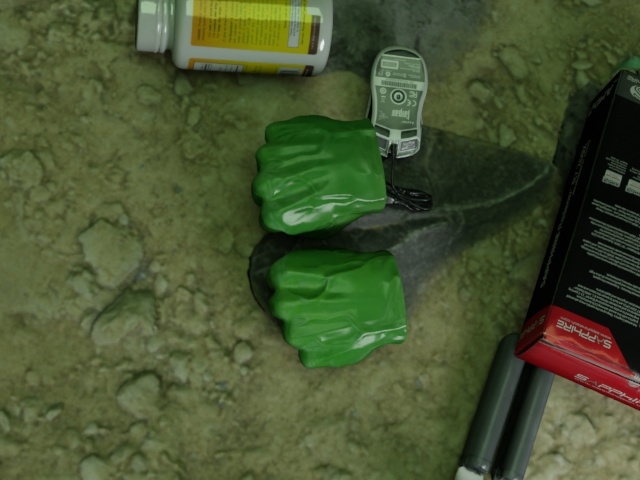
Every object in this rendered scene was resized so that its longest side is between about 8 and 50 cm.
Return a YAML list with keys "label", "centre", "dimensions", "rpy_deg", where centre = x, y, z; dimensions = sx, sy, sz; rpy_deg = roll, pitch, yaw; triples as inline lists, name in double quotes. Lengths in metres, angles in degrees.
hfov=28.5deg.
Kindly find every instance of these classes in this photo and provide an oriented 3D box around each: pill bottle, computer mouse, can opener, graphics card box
- label: "pill bottle"
  centre: [-0.099, -0.249, 1.427]
  dimensions: [0.215, 0.117, 0.117]
  rpy_deg: [2, 75, -10]
- label: "computer mouse"
  centre: [0.087, -0.131, 1.473]
  dimensions: [0.106, 0.042, 0.192]
  rpy_deg: [8, 80, -4]
- label: "can opener"
  centre: [0.197, 0.234, 1.366]
  dimensions: [0.076, 0.095, 0.283]
  rpy_deg: [23, 73, -5]
- label: "graphics card box"
  centre: [0.383, 0.009, 1.439]
  dimensions: [0.233, 0.094, 0.370]
  rpy_deg: [23, 65, -4]

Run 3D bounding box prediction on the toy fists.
- label: "toy fists"
  centre: [0.000, 0.000, 1.385]
  dimensions: [0.142, 0.096, 0.279]
  rpy_deg: [-8, 87, -15]
